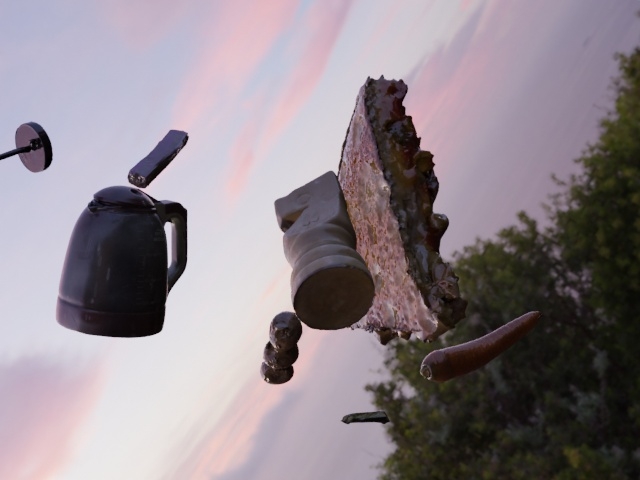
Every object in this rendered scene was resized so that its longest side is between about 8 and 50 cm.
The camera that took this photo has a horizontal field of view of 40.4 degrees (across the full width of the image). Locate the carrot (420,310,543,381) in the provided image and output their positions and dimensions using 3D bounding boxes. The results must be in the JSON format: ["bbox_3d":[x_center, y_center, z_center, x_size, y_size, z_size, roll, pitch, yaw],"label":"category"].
[{"bbox_3d":[0.303,0.204,1.633,0.271,0.066,0.062,-18,-3,-18],"label":"carrot"}]

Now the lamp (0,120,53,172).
[{"bbox_3d":[-0.732,-0.135,1.760,0.371,0.130,0.108,-28,-8,-24],"label":"lamp"}]

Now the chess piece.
[{"bbox_3d":[0.000,0.000,0.959,0.200,0.090,0.090,-103,33,-51],"label":"chess piece"}]

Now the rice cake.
[{"bbox_3d":[-0.308,-0.162,1.671,0.207,0.047,0.036,-60,-6,-53],"label":"rice cake"}]

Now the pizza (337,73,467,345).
[{"bbox_3d":[0.111,0.027,1.213,0.406,0.130,0.440,-120,33,-53],"label":"pizza"}]

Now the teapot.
[{"bbox_3d":[-0.414,0.036,1.922,0.315,0.233,0.312,0,-78,-54],"label":"teapot"}]

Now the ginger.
[{"bbox_3d":[-0.087,0.247,1.948,0.104,0.080,0.204,-79,1,-57],"label":"ginger"}]

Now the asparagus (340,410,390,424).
[{"bbox_3d":[0.093,0.365,1.780,0.025,0.108,0.021,-113,30,-51],"label":"asparagus"}]
